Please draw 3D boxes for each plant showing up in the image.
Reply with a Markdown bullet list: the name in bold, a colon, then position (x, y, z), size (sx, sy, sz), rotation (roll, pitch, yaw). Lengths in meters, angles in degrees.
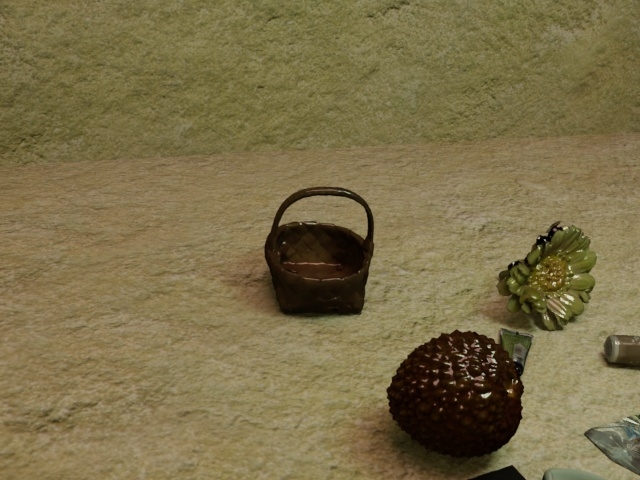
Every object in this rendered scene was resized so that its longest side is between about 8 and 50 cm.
- **plant**: position (0.608, 0.065, 1.976), size (0.306, 0.261, 0.297), rotation (9, 24, -18)

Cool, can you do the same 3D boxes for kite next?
- **kite**: position (0.715, 0.410, 1.576), size (0.310, 0.015, 0.169), rotation (-18, 34, -38)

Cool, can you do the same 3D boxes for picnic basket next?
- **picnic basket**: position (0.000, 0.000, 1.925), size (0.293, 0.337, 0.337), rotation (2, 27, -8)

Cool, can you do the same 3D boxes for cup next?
- **cup**: position (0.762, 0.265, 1.809), size (0.099, 0.074, 0.102), rotation (5, 26, 0)

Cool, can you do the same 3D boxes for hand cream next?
- **hand cream**: position (0.475, 0.273, 1.777), size (0.087, 0.055, 0.235), rotation (15, 20, 13)

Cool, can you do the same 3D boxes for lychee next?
- **lychee**: position (0.265, 0.307, 1.449), size (0.268, 0.267, 0.267), rotation (4, 26, -2)

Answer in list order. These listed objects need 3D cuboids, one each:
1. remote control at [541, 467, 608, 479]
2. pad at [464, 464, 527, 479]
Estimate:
- **remote control**: position (0.463, 0.513, 1.261), size (0.140, 0.056, 0.296), rotation (10, 25, 6)
- **pad**: position (0.270, 0.523, 1.275), size (0.368, 0.007, 0.247), rotation (-8, 29, -26)
